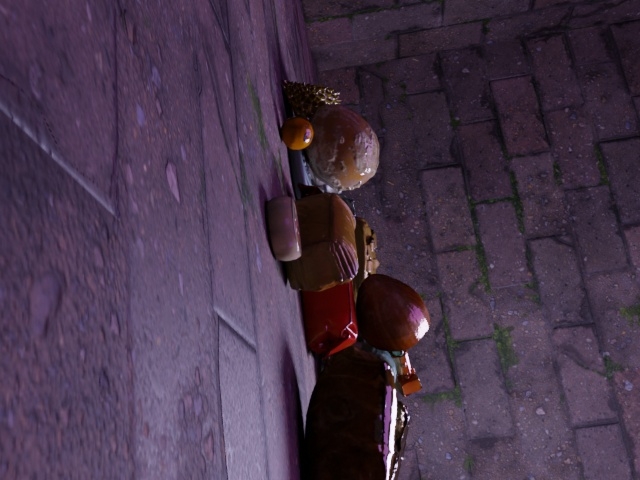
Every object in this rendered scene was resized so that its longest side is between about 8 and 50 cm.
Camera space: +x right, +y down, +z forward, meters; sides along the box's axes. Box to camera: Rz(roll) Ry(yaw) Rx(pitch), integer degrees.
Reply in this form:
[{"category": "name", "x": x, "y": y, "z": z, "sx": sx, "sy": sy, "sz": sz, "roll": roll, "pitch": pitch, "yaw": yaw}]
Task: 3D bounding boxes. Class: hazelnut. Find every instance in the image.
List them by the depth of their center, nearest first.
[{"category": "hazelnut", "x": 0.170, "y": 0.180, "z": 1.791, "sx": 0.214, "sy": 0.176, "sz": 0.214, "roll": 49, "pitch": -10, "yaw": 12}]

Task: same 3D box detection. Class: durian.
[{"category": "durian", "x": -0.033, "y": -0.379, "z": 2.101, "sx": 0.306, "sy": 0.166, "sz": 0.172, "roll": -46, "pitch": 157, "yaw": -78}]

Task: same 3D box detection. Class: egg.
[{"category": "egg", "x": 0.056, "y": -0.253, "z": 1.933, "sx": 0.203, "sy": 0.203, "sz": 0.245, "roll": -75, "pitch": 140, "yaw": -80}]

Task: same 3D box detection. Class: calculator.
[{"category": "calculator", "x": -0.052, "y": -0.183, "z": 1.941, "sx": 0.185, "sy": 0.041, "sz": 0.298, "roll": 63, "pitch": 16, "yaw": -76}]

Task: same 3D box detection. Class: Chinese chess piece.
[{"category": "Chinese chess piece", "x": -0.067, "y": -0.022, "z": 1.328, "sx": 0.122, "sy": 0.051, "sz": 0.122, "roll": -9, "pitch": 90, "yaw": -86}]

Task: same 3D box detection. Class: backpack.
[{"category": "backpack", "x": 0.108, "y": 0.077, "z": 2.494, "sx": 0.378, "sy": 0.201, "sz": 0.353, "roll": 76, "pitch": 8, "yaw": -74}]

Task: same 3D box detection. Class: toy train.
[{"category": "toy train", "x": 0.210, "y": 0.325, "z": 1.932, "sx": 0.118, "sy": 0.074, "sz": 0.176, "roll": 41, "pitch": -30, "yaw": 55}]

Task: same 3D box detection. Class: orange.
[{"category": "orange", "x": -0.058, "y": -0.263, "z": 1.751, "sx": 0.083, "sy": 0.084, "sz": 0.083, "roll": -9, "pitch": 90, "yaw": -86}]

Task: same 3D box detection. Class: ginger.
[{"category": "ginger", "x": 0.060, "y": 0.412, "z": 1.332, "sx": 0.254, "sy": 0.176, "sz": 0.418, "roll": 79, "pitch": 10, "yaw": -54}]

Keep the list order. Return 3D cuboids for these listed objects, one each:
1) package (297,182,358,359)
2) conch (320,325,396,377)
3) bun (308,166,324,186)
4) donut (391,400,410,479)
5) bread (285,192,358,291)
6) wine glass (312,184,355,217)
[{"category": "package", "x": 0.013, "y": 0.079, "z": 1.743, "sx": 0.196, "sy": 0.123, "sz": 0.423, "roll": 73, "pitch": 11, "yaw": -78}, {"category": "conch", "x": 0.087, "y": 0.342, "z": 1.840, "sx": 0.195, "sy": 0.220, "sz": 0.277, "roll": 41, "pitch": 57, "yaw": -59}, {"category": "bun", "x": -0.003, "y": -0.202, "z": 2.087, "sx": 0.138, "sy": 0.138, "sz": 0.094, "roll": 68, "pitch": 29, "yaw": -73}, {"category": "donut", "x": 0.132, "y": 0.584, "z": 1.806, "sx": 0.345, "sy": 0.136, "sz": 0.259, "roll": -56, "pitch": 156, "yaw": -55}, {"category": "bread", "x": 0.000, "y": 0.000, "z": 1.521, "sx": 0.288, "sy": 0.153, "sz": 0.119, "roll": -91, "pitch": 165, "yaw": -64}, {"category": "wine glass", "x": 0.022, "y": -0.128, "z": 2.193, "sx": 0.232, "sy": 0.156, "sz": 0.156, "roll": -98, "pitch": 178, "yaw": -61}]
